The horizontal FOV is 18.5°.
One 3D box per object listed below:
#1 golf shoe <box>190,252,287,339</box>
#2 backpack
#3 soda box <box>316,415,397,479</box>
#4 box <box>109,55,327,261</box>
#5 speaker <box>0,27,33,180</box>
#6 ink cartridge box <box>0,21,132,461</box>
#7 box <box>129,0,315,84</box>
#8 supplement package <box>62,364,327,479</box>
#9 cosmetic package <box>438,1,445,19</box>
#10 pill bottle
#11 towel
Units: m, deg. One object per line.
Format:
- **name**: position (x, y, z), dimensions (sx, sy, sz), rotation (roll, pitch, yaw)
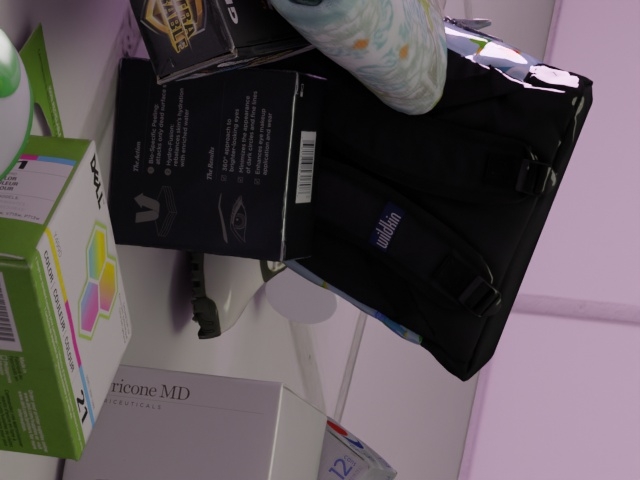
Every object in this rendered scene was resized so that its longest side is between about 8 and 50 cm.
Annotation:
- **golf shoe**: position (-0.052, -0.013, 1.898), dimensions (0.105, 0.120, 0.273), rotation (85, 18, -44)
- **backpack**: position (0.039, -0.087, 1.755), dimensions (0.273, 0.355, 0.290), rotation (-47, 157, -72)
- **soda box**: position (-0.060, 0.288, 1.747), dimensions (0.286, 0.091, 0.098), rotation (-53, 161, 3)
- **box**: position (-0.086, -0.068, 1.637), dimensions (0.093, 0.158, 0.156), rotation (-7, 103, -74)
- **speaker**: position (-0.249, -0.091, 1.003), dimensions (0.296, 0.131, 0.131), rotation (27, 69, -76)
- **ink cartridge box**: position (-0.187, -0.005, 1.373), dimensions (0.255, 0.097, 0.189), rotation (-70, 160, -45)
- **box**: position (-0.097, -0.272, 1.474), dimensions (0.293, 0.073, 0.295), rotation (-28, 98, -75)
- **supplement package**: position (-0.115, 0.262, 1.610), dimensions (0.175, 0.177, 0.293), rotation (48, 48, -72)
- **cosmetic package**: position (0.064, -0.204, 2.222), dimensions (0.309, 0.160, 0.113), rotation (42, 55, -73)
- **pill bottle**: position (0.000, 0.000, 2.145), dimensions (0.180, 0.108, 0.108), rotation (-71, 161, -45)
- **towel**: position (-0.006, -0.302, 1.518), dimensions (0.320, 0.090, 0.374), rotation (22, 49, -69)
